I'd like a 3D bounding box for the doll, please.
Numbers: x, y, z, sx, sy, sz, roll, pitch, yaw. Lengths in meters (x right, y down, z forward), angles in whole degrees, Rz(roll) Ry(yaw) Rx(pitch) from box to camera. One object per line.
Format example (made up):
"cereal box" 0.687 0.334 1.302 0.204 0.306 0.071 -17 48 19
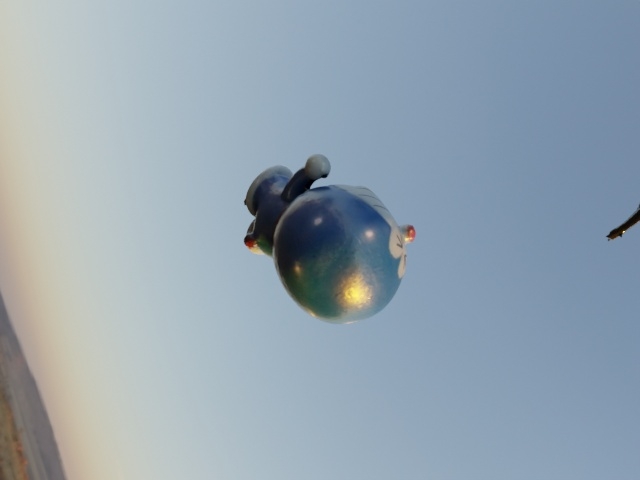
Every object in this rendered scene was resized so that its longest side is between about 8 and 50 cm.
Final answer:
"doll" 0.000 0.000 0.748 0.257 0.161 0.216 38 -38 50

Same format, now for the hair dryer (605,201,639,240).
"hair dryer" 0.618 -0.149 1.078 0.360 0.120 0.304 -56 -149 31
